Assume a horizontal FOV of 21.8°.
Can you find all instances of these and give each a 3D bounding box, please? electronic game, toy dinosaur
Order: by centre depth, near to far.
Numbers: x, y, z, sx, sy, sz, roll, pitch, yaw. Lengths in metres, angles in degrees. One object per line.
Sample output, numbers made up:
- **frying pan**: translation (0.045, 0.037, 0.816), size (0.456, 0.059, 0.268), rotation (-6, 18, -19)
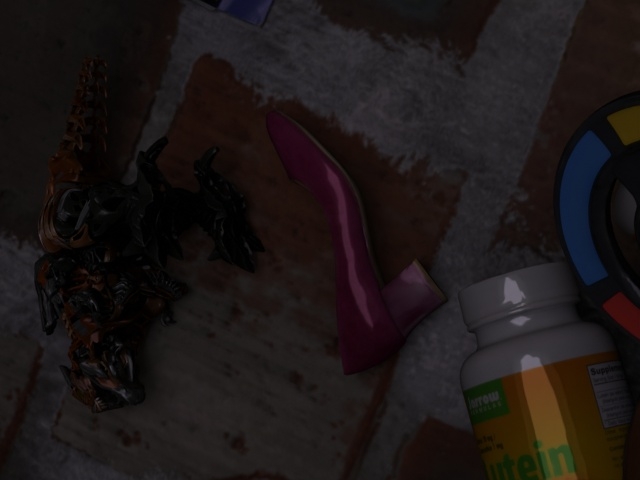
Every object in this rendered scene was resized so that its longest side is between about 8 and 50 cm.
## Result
- **electronic game**: translation (0.272, -0.004, 1.217), size (0.229, 0.048, 0.229), rotation (23, 130, 30)
- **toy dinosaur**: translation (-0.199, -0.007, 1.557), size (0.218, 0.164, 0.321), rotation (-12, 103, 35)

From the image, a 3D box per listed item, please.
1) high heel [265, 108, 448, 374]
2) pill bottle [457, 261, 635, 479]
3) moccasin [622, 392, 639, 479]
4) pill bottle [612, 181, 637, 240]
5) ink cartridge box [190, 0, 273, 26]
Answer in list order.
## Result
- **high heel**: translation (0.000, 0.000, 1.511), size (0.117, 0.082, 0.244), rotation (-39, 86, 3)
- **pill bottle**: translation (0.195, 0.148, 1.395), size (0.136, 0.136, 0.245), rotation (-18, 79, 18)
- **moccasin**: translation (0.293, 0.216, 1.246), size (0.139, 0.147, 0.380), rotation (27, 55, -6)
- **pill bottle**: translation (0.444, 0.002, 1.269), size (0.392, 0.224, 0.224), rotation (36, 98, 19)
- **ink cartridge box**: translation (-0.115, -0.346, 1.601), size (0.224, 0.045, 0.223), rotation (24, 94, 20)
